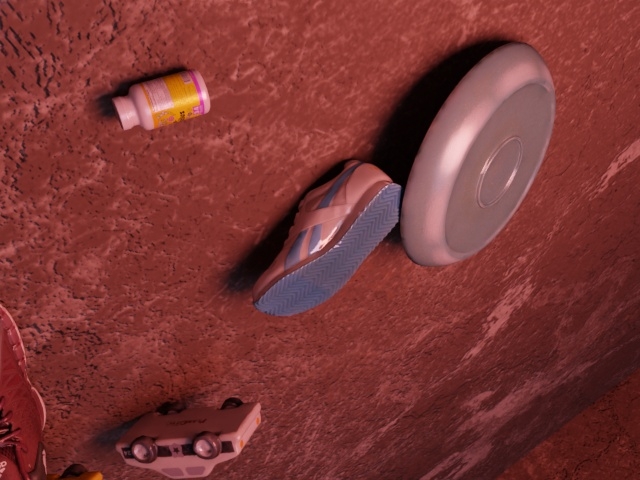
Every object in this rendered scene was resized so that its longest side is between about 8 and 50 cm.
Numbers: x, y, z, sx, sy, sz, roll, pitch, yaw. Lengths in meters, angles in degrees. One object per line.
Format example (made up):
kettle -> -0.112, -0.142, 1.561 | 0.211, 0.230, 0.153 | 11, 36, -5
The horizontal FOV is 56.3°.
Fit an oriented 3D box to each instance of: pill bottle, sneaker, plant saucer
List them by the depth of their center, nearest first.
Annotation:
pill bottle -> -0.149, -0.130, 0.561 | 0.083, 0.043, 0.043 | -21, 135, -18
sneaker -> -0.337, 0.177, 0.605 | 0.106, 0.162, 0.281 | -23, 136, -18
sneaker -> 0.000, 0.000, 0.742 | 0.229, 0.092, 0.087 | -44, 139, 3
plant saucer -> 0.222, -0.096, 0.789 | 0.317, 0.044, 0.317 | -32, 139, -33

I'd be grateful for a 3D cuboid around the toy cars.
toy cars -> -0.258, 0.305, 0.757 | 0.394, 0.176, 0.087 | -19, 102, -21
